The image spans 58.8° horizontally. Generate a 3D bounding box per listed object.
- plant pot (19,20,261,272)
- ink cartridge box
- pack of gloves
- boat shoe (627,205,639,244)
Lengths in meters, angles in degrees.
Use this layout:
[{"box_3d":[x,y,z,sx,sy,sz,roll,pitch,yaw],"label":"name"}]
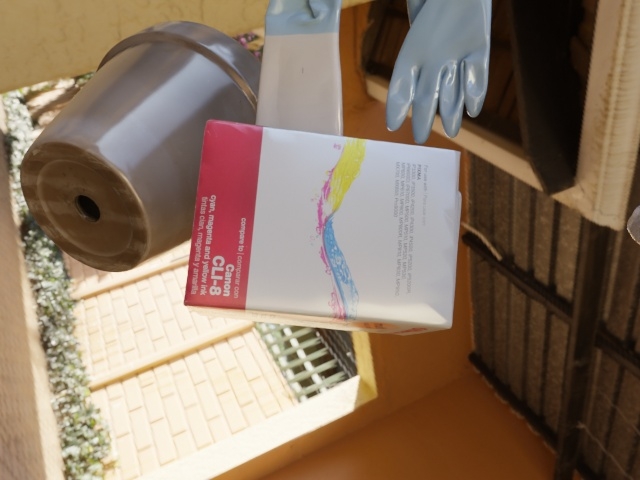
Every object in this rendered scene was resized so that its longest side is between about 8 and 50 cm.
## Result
[{"box_3d":[-0.235,-0.107,0.791,0.280,0.324,0.323,-58,143,-50],"label":"plant pot"},{"box_3d":[0.000,0.000,0.425,0.128,0.176,0.127,121,-26,-77],"label":"ink cartridge box"},{"box_3d":[0.044,-0.192,0.468,0.046,0.195,0.231,-10,103,-66],"label":"pack of gloves"},{"box_3d":[0.338,0.014,0.397,0.088,0.268,0.096,127,-30,-48],"label":"boat shoe"}]
